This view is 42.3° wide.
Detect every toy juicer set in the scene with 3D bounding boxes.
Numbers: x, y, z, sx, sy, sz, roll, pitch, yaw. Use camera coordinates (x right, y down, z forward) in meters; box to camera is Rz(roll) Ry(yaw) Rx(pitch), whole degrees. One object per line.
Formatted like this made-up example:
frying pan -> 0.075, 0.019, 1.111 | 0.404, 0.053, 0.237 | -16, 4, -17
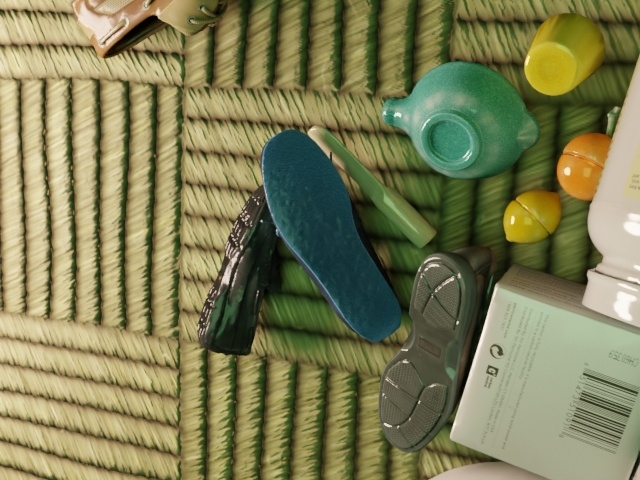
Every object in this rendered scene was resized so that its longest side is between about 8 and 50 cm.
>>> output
toy juicer set -> 0.168, -0.091, 0.884 | 0.329, 0.089, 0.209 | -16, 111, 39

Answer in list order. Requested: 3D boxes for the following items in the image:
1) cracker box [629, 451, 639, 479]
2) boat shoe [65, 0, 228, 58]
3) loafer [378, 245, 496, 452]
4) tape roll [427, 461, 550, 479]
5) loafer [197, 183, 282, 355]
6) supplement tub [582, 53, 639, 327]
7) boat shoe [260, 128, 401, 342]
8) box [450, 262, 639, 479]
cracker box -> 0.368, 0.266, 0.779 | 0.156, 0.232, 0.067 | 20, 105, 17
boat shoe -> -0.152, -0.298, 0.951 | 0.324, 0.122, 0.120 | -13, 100, 31
loafer -> 0.138, 0.125, 0.922 | 0.096, 0.084, 0.267 | 37, 130, 35
tape roll -> 0.228, 0.452, 0.954 | 0.392, 0.072, 0.392 | 3, 100, 20
loafer -> -0.082, 0.037, 1.006 | 0.078, 0.076, 0.223 | 18, 101, -20
supplement tub -> 0.367, -0.069, 0.693 | 0.235, 0.235, 0.325 | 18, 94, 17
boat shoe -> 0.000, 0.000, 0.942 | 0.109, 0.089, 0.258 | -23, 95, -4
box -> 0.252, 0.142, 0.863 | 0.182, 0.119, 0.181 | 18, 106, 18
